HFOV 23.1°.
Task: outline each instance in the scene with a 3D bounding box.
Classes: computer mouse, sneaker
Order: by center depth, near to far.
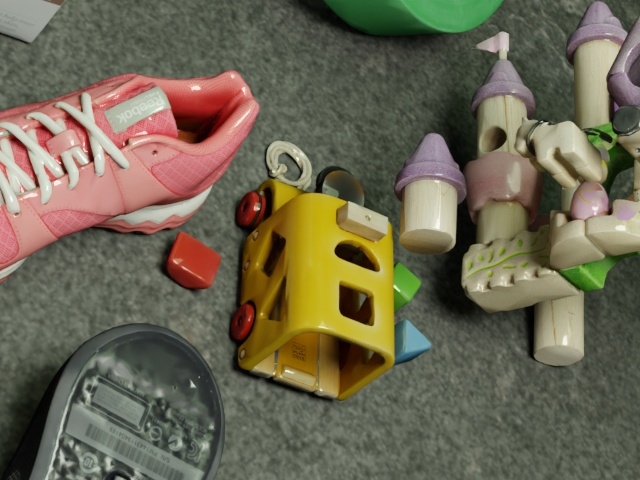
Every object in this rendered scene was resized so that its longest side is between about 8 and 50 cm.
[{"bbox_3d":[-0.153,0.174,0.951,0.188,0.072,0.272,36,59,-18],"label":"computer mouse"},{"bbox_3d":[-0.165,-0.061,1.026,0.314,0.136,0.116,-20,76,-48],"label":"sneaker"}]

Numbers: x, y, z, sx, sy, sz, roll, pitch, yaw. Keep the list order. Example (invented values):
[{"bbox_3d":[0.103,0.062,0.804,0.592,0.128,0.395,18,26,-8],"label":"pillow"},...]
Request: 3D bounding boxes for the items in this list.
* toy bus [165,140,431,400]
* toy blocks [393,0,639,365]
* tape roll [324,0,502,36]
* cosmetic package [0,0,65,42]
[{"bbox_3d":[0.004,0.012,1.146,0.191,0.104,0.202,-33,86,-46],"label":"toy bus"},{"bbox_3d":[0.224,-0.095,1.205,0.309,0.288,0.260,36,50,-43],"label":"toy blocks"},{"bbox_3d":[0.078,-0.336,1.336,0.321,0.077,0.321,-2,92,-55],"label":"tape roll"},{"bbox_3d":[-0.241,-0.271,1.150,0.117,0.085,0.231,18,55,-29],"label":"cosmetic package"}]
